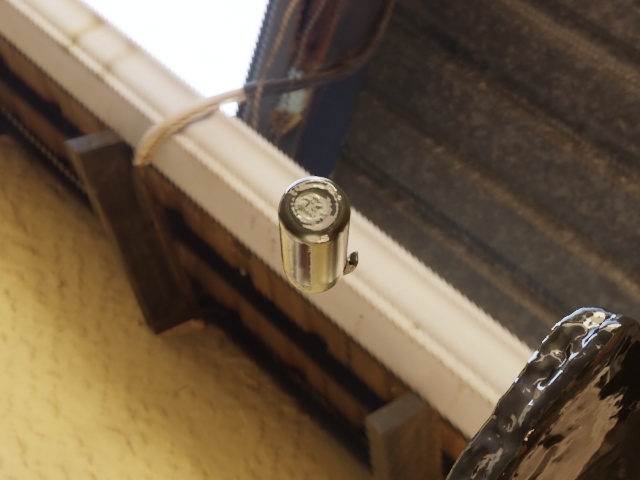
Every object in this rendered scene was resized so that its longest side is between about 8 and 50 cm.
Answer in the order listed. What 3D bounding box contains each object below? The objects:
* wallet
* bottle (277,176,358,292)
[{"bbox_3d":[0.141,0.118,0.520,0.146,0.285,0.030,-54,-133,10],"label":"wallet"},{"bbox_3d":[0.000,0.000,1.383,0.253,0.096,0.079,93,-5,-72],"label":"bottle"}]
